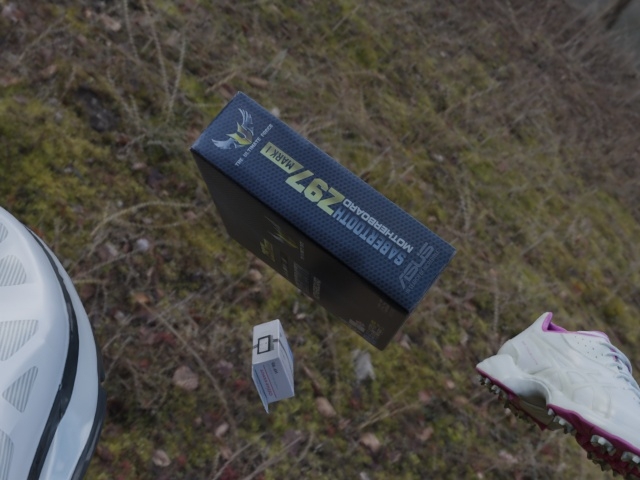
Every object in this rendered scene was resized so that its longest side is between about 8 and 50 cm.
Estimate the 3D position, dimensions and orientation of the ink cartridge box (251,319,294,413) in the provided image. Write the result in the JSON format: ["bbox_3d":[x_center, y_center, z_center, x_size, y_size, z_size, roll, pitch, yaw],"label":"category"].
[{"bbox_3d":[-0.045,0.119,0.745,0.083,0.028,0.048,-96,169,-63],"label":"ink cartridge box"}]

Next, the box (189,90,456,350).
[{"bbox_3d":[0.000,0.000,0.613,0.183,0.059,0.233,38,-12,8],"label":"box"}]

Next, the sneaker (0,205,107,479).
[{"bbox_3d":[-0.227,0.064,0.376,0.447,0.169,0.257,-110,-176,-47],"label":"sneaker"}]

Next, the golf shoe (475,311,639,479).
[{"bbox_3d":[0.305,0.165,0.869,0.115,0.140,0.306,49,-11,-29],"label":"golf shoe"}]
